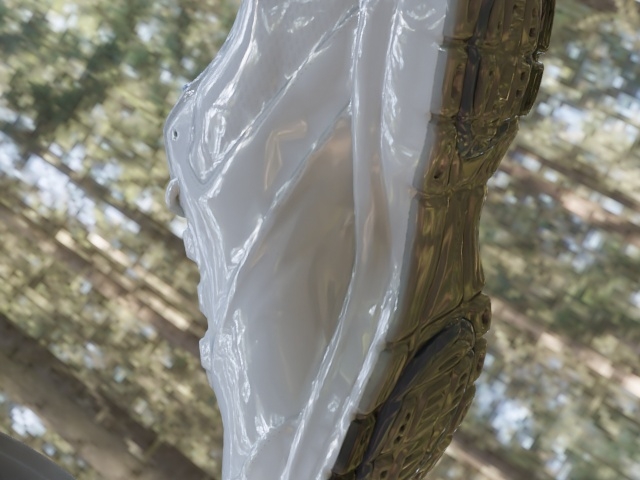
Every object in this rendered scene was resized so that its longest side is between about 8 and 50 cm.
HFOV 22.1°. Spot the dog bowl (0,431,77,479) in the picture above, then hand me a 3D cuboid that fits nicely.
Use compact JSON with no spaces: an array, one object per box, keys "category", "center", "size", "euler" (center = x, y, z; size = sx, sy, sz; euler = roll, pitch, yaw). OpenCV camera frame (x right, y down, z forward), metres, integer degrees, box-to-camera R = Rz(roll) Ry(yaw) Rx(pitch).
[{"category":"dog bowl","center":[-0.281,0.255,1.065],"size":[0.349,0.349,0.102],"euler":[-5,-49,-45]}]

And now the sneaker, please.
[{"category":"sneaker","center":[0.000,0.000,0.637],"size":[0.111,0.129,0.297],"euler":[-16,-58,-59]}]
